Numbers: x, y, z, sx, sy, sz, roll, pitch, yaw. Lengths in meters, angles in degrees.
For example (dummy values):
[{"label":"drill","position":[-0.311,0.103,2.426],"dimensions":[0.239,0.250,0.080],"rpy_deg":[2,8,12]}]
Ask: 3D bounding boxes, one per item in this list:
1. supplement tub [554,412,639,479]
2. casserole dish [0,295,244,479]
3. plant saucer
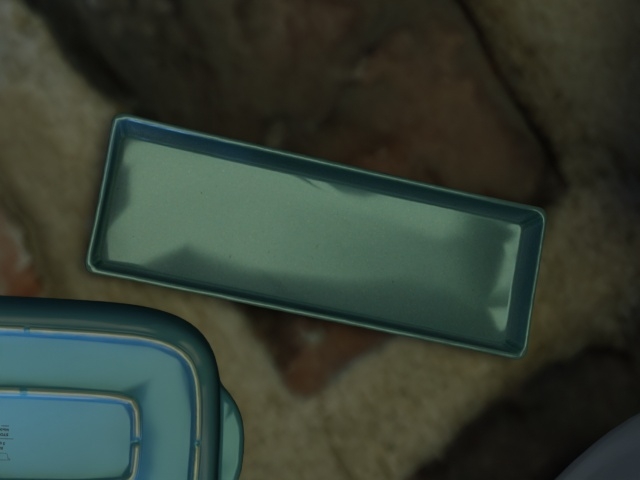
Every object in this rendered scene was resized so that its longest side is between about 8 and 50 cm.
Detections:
[{"label":"supplement tub","position":[0.212,0.221,0.708],"dimensions":[0.316,0.193,0.194],"rpy_deg":[36,76,-9]},{"label":"casserole dish","position":[-0.119,0.077,0.716],"dimensions":[0.188,0.037,0.114],"rpy_deg":[3,83,-14]},{"label":"plant saucer","position":[0.000,0.000,0.766],"dimensions":[0.192,0.018,0.067],"rpy_deg":[12,81,-13]}]
